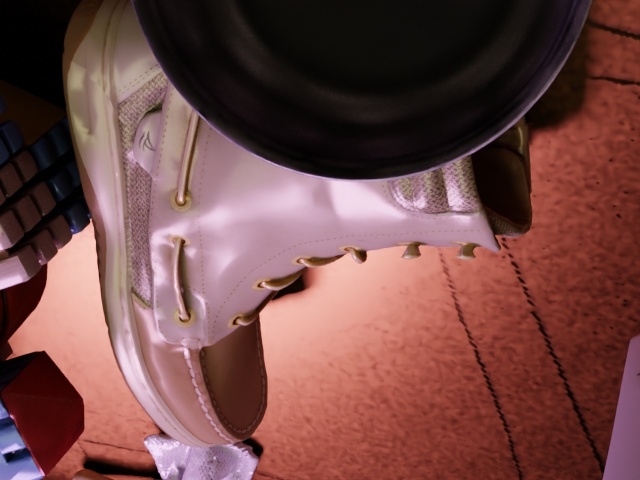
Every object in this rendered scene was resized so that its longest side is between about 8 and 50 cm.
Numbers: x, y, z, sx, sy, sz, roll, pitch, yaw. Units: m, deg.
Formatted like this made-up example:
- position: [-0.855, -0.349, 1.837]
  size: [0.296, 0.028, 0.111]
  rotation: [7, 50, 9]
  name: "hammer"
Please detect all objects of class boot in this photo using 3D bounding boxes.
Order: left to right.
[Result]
- position: [0.000, 0.000, 0.785]
  size: [0.204, 0.095, 0.262]
  rotation: [3, 123, 18]
  name: "boot"

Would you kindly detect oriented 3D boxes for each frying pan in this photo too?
- position: [0.060, -0.163, 0.631]
  size: [0.326, 0.053, 0.197]
  rotation: [-42, 85, 19]
  name: "frying pan"

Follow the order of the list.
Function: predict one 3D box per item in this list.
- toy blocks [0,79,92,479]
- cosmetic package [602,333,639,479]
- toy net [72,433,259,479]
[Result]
- position: [-0.229, -0.012, 0.800]
  size: [0.261, 0.191, 0.381]
  rotation: [-18, 107, 23]
  name: "toy blocks"
- position: [0.324, 0.175, 0.789]
  size: [0.365, 0.155, 0.197]
  rotation: [41, 134, -20]
  name: "cosmetic package"
- position: [-0.116, 0.192, 1.042]
  size: [0.232, 0.045, 0.122]
  rotation: [-30, 116, 38]
  name: "toy net"
